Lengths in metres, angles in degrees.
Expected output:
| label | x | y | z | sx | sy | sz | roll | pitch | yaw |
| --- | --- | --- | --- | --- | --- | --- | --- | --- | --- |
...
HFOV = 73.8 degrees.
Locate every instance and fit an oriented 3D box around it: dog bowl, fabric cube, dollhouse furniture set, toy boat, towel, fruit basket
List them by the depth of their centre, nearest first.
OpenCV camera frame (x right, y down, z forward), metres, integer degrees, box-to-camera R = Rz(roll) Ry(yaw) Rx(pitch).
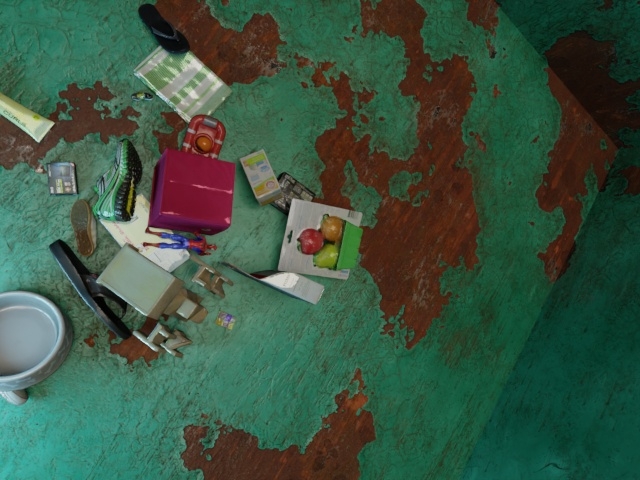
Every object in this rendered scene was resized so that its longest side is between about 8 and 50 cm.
| label | x | y | z | sx | sy | sz | roll | pitch | yaw |
| --- | --- | --- | --- | --- | --- | --- | --- | --- | --- |
| dog bowl | -1.048 | 0.330 | 1.455 | 0.349 | 0.102 | 0.348 | 12 | 61 | -22 |
| dollhouse furniture set | -0.592 | 0.201 | 1.616 | 0.257 | 0.394 | 0.362 | 29 | 76 | 20 |
| fabric cube | -0.499 | -0.173 | 1.644 | 0.258 | 0.254 | 0.258 | 8 | 78 | -31 |
| toy boat | -0.477 | -0.391 | 1.731 | 0.151 | 0.151 | 0.230 | 18 | 100 | -21 |
| towel | -0.566 | -0.659 | 1.774 | 0.325 | 0.038 | 0.247 | 41 | 74 | -17 |
| towel | -0.409 | 0.345 | 1.838 | 0.083 | 0.009 | 0.060 | 28 | 78 | -20 |
| fruit basket | 0.000 | 0.000 | 1.928 | 0.354 | 0.165 | 0.326 | 10 | 95 | -18 |

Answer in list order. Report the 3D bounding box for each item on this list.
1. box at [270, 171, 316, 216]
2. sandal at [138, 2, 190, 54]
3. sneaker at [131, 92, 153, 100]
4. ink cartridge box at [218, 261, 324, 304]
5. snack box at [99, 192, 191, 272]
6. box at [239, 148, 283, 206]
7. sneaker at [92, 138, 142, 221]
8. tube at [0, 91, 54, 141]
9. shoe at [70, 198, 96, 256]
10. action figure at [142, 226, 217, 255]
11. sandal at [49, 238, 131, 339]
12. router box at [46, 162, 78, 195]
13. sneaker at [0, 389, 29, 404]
| label | x | y | z | sx | sy | sz | roll | pitch | yaw |
| --- | --- | --- | --- | --- | --- | --- | --- | --- | --- |
| box | -0.137 | -0.196 | 1.922 | 0.180 | 0.078 | 0.147 | 34 | 78 | -19 |
| sandal | -0.634 | -0.848 | 1.708 | 0.254 | 0.054 | 0.097 | 44 | 74 | -2 |
| sneaker | -0.715 | -0.583 | 1.711 | 0.083 | 0.035 | 0.031 | -9 | 92 | -22 |
| ink cartridge box | -0.212 | 0.141 | 1.763 | 0.385 | 0.308 | 0.091 | 28 | 79 | -18 |
| snack box | -0.692 | -0.005 | 1.698 | 0.187 | 0.060 | 0.321 | -39 | 103 | -21 |
| box | -0.248 | -0.264 | 1.813 | 0.114 | 0.103 | 0.203 | -23 | 74 | -3 |
| sneaker | -0.777 | -0.237 | 1.611 | 0.147 | 0.134 | 0.343 | 2 | 67 | 1 |
| tube | -1.105 | -0.467 | 1.538 | 0.240 | 0.062 | 0.070 | 37 | 116 | -23 |
| shoe | -0.897 | -0.047 | 1.622 | 0.077 | 0.058 | 0.218 | -7 | 88 | -3 |
| action figure | -0.531 | 0.006 | 1.669 | 0.281 | 0.139 | 0.091 | 11 | 78 | -33 |
| sandal | -0.824 | 0.175 | 1.582 | 0.107 | 0.168 | 0.445 | -34 | 101 | -15 |
| router box | -0.968 | -0.231 | 1.599 | 0.092 | 0.038 | 0.122 | -6 | 92 | -22 |
| sneaker | -1.074 | 0.456 | 1.510 | 0.111 | 0.103 | 0.252 | -16 | 96 | -20 |
